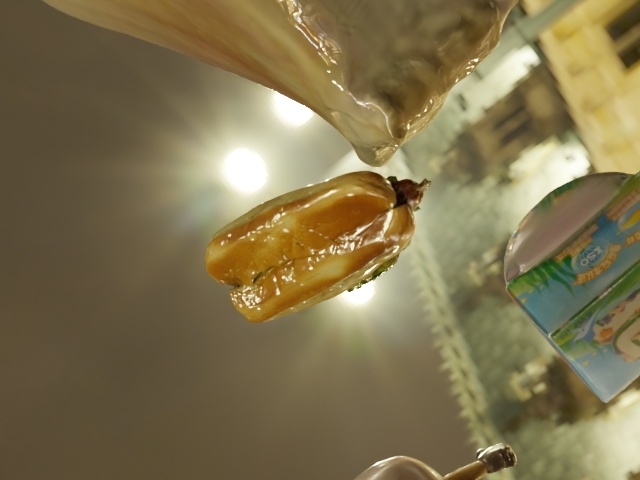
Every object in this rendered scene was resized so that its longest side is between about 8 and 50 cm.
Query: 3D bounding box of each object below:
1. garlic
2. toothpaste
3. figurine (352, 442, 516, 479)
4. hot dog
[{"bbox_3d":[-0.057,-0.208,0.809,0.340,0.231,0.246,27,171,47],"label":"garlic"},{"bbox_3d":[0.162,-0.026,0.685,0.070,0.193,0.044,47,-177,-35],"label":"toothpaste"},{"bbox_3d":[0.027,0.207,1.086,0.137,0.229,0.112,40,-152,-64],"label":"figurine"},{"bbox_3d":[0.000,0.000,0.765,0.056,0.133,0.041,56,-137,-10],"label":"hot dog"}]
